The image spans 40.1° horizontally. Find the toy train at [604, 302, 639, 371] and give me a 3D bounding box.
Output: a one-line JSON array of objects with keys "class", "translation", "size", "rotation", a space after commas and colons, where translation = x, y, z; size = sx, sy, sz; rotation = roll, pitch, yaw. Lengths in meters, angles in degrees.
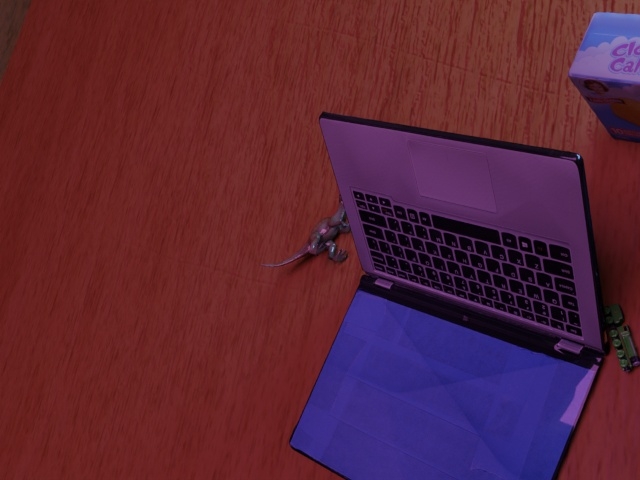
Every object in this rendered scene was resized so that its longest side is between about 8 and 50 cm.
[{"class": "toy train", "translation": [0.339, 0.108, 0.987], "size": [0.023, 0.017, 0.083], "rotation": [-21, 54, 18]}]

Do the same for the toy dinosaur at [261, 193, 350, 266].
[{"class": "toy dinosaur", "translation": [0.000, 0.000, 1.324], "size": [0.183, 0.053, 0.092], "rotation": [-46, 30, 1]}]

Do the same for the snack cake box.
[{"class": "snack cake box", "translation": [0.429, -0.166, 0.965], "size": [0.264, 0.152, 0.089], "rotation": [19, 80, 45]}]

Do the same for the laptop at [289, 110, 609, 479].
[{"class": "laptop", "translation": [0.109, 0.099, 1.043], "size": [0.381, 0.408, 0.236], "rotation": [17, 45, 44]}]
